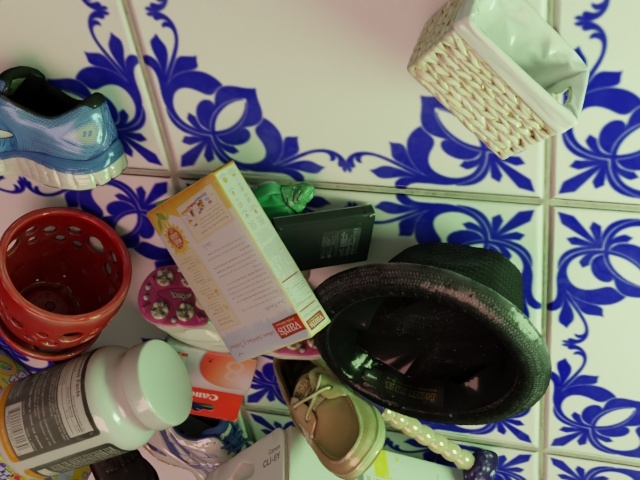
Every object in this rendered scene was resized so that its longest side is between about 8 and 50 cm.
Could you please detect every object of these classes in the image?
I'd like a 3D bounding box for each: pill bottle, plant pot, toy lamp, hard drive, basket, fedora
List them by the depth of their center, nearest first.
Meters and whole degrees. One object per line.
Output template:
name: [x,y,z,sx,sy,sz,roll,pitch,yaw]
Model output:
basket: [0.186,-0.181,1.052,0.167,0.113,0.103,39,135,-16]
fedora: [0.150,0.097,1.294,0.334,0.152,0.334,17,141,15]
hard drive: [0.000,0.000,1.309,0.135,0.022,0.094,-9,138,-16]
plant pot: [-0.389,0.072,1.463,0.191,0.191,0.174,30,140,-8]
pill bottle: [-0.343,0.252,1.512,0.278,0.162,0.162,-21,122,21]
toy lamp: [0.146,0.289,1.539,0.275,0.080,0.080,32,135,-13]

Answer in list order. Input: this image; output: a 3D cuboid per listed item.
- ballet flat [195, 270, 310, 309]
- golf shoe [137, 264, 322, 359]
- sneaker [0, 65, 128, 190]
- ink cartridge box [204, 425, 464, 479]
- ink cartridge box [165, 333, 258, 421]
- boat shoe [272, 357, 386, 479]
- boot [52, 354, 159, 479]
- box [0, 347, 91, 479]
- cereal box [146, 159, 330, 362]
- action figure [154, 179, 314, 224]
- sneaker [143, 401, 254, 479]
ballet flat: [-0.097,0.050,1.391,0.168,0.057,0.052,-17,138,-5]
golf shoe: [-0.110,0.117,1.471,0.306,0.115,0.140,14,155,8]
sneaker: [-0.413,-0.164,1.314,0.330,0.130,0.147,6,119,12]
ink cartridge box: [0.036,0.451,1.594,0.385,0.160,0.279,20,140,-26]
ink cartridge box: [-0.187,0.227,1.588,0.145,0.045,0.179,11,123,-8]
boat shoe: [0.000,0.233,1.411,0.098,0.302,0.109,40,94,-23]
boot: [-0.378,0.306,1.691,0.263,0.091,0.229,38,147,33]
box: [-0.606,0.375,1.842,0.279,0.177,0.290,-27,118,37]
cereal box: [-0.110,0.034,1.291,0.173,0.047,0.240,-24,99,47]
action figure: [-0.099,-0.033,1.337,0.232,0.063,0.137,-16,122,37]
sneaker: [-0.168,0.360,1.703,0.296,0.112,0.131,28,135,-7]
